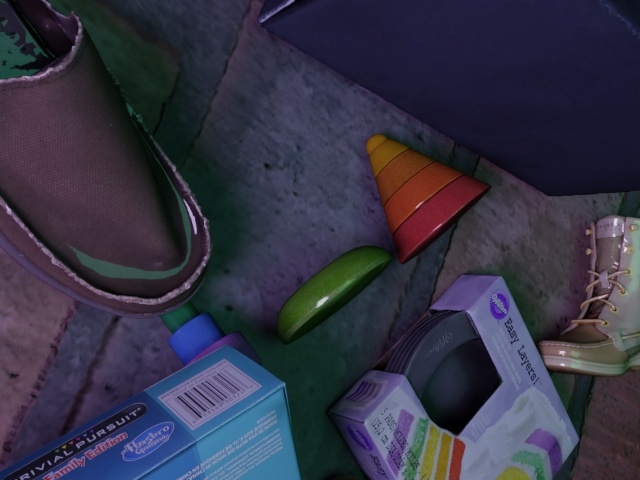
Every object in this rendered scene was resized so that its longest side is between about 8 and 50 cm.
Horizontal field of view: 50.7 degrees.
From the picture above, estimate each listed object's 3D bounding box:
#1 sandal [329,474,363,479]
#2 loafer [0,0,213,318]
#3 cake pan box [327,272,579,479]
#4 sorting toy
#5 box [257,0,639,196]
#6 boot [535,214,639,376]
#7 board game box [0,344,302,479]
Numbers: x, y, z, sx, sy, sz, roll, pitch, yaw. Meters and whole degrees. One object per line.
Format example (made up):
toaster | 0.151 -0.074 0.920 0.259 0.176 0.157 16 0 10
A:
sandal | 0.059 0.334 0.686 0.090 0.060 0.219 -41 98 -34
loafer | -0.200 -0.083 0.460 0.134 0.130 0.366 -50 115 -24
cake pan box | 0.158 0.202 0.747 0.246 0.070 0.267 -39 110 -31
sorting toy | 0.000 0.000 0.637 0.365 0.127 0.126 -33 78 -28
box | 0.258 -0.347 0.681 0.480 0.297 0.471 22 76 -33
boot | 0.366 0.068 0.873 0.262 0.095 0.203 1 89 -37
board game box | -0.120 0.282 0.490 0.254 0.079 0.336 -27 122 -32
